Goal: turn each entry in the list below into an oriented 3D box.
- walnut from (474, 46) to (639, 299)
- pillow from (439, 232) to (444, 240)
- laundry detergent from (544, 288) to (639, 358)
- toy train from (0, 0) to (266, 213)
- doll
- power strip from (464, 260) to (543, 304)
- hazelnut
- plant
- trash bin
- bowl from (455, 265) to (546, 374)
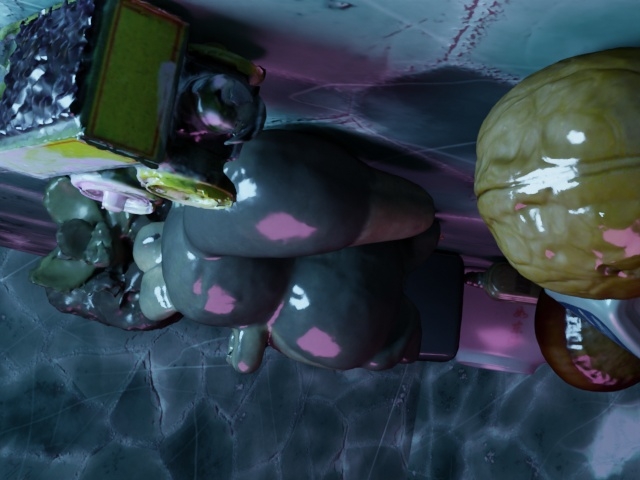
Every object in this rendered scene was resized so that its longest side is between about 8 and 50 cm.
[{"bbox_3d":[0.193,-0.043,0.679,0.167,0.167,0.207,15,165,-29],"label":"walnut"},{"bbox_3d":[0.088,-0.012,1.436,0.135,0.034,0.211,11,173,-9],"label":"pillow"},{"bbox_3d":[0.325,0.042,1.187,0.215,0.105,0.280,31,-173,-29],"label":"laundry detergent"},{"bbox_3d":[-0.163,-0.102,0.812,0.177,0.134,0.261,18,168,-39],"label":"toy train"},{"bbox_3d":[0.000,0.034,1.165,0.382,0.252,0.378,7,173,-21],"label":"doll"},{"bbox_3d":[0.418,0.081,1.581,0.387,0.066,0.092,7,173,4],"label":"power strip"},{"bbox_3d":[0.387,0.120,1.452,0.208,0.208,0.208,10,171,2],"label":"hazelnut"},{"bbox_3d":[-0.289,0.018,1.467,0.213,0.215,0.312,12,169,8],"label":"plant"},{"bbox_3d":[0.073,0.098,1.610,0.290,0.210,0.182,5,170,-5],"label":"trash bin"},{"bbox_3d":[0.327,0.156,1.840,0.345,0.157,0.345,10,171,2],"label":"bowl"}]
